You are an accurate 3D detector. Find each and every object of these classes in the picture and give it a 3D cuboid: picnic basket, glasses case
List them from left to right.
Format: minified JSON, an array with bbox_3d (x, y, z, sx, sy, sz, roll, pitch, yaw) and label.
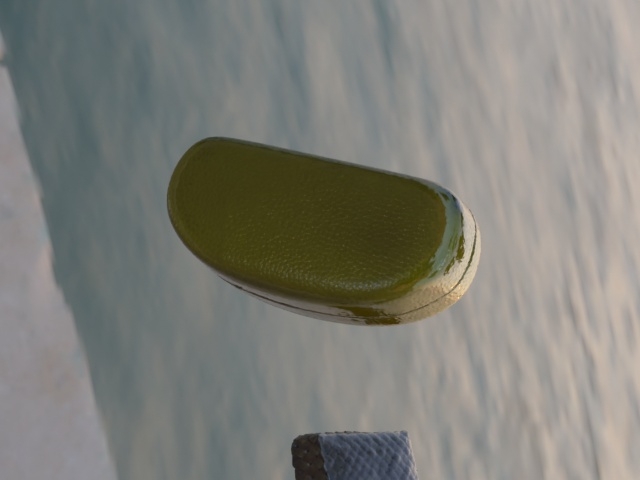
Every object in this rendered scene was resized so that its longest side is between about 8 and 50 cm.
[{"bbox_3d":[0.000,0.000,1.825,0.141,0.371,0.173,44,62,-62],"label":"glasses case"},{"bbox_3d":[0.051,0.294,2.022,0.193,0.055,0.110,4,68,-43],"label":"picnic basket"}]
